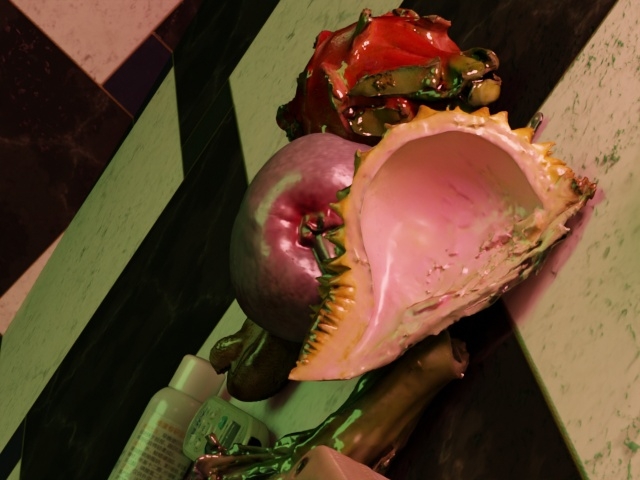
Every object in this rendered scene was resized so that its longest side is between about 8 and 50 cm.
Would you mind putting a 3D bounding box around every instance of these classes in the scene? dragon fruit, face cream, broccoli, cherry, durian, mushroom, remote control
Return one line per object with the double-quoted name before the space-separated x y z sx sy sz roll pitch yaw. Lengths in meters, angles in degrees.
"dragon fruit" 0.069 -0.148 1.945 0.200 0.198 0.269 -40 23 -7
"face cream" -0.195 0.261 2.168 0.269 0.082 0.082 -61 17 -10
"broccoli" 0.012 0.183 1.648 0.304 0.145 0.165 -41 26 16
"cherry" 0.000 0.000 1.861 0.213 0.183 0.266 -65 13 -5
"durian" 0.085 0.006 1.657 0.305 0.185 0.195 -43 -5 4
"mushroom" -0.066 0.117 2.024 0.127 0.087 0.127 -55 18 28
"remote control" -0.104 0.222 2.037 0.078 0.042 0.221 -60 18 -6

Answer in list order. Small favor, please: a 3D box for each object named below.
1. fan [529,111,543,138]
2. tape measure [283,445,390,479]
"fan" 0.161 -0.025 1.746 0.220 0.009 0.132 -63 20 -8
"tape measure" -0.006 0.303 1.469 0.231 0.133 0.271 -58 19 3
